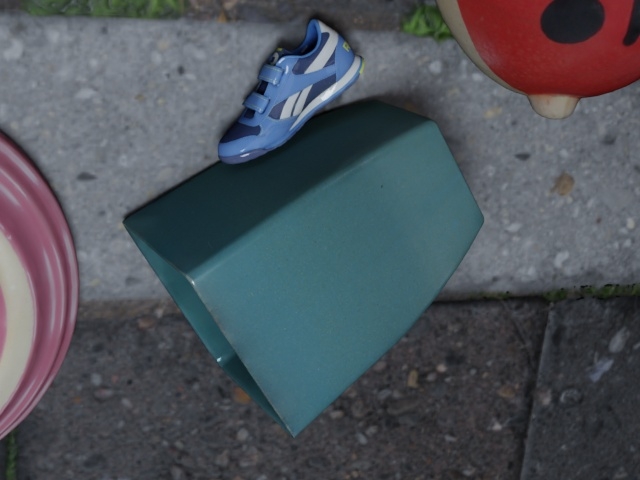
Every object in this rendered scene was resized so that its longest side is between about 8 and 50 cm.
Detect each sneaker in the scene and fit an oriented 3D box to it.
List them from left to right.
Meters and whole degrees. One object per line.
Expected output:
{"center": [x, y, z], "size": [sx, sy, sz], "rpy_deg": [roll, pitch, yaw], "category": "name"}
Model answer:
{"center": [-0.033, -0.119, 0.991], "size": [0.144, 0.053, 0.059], "rpy_deg": [-43, 119, -10], "category": "sneaker"}

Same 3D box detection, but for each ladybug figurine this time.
{"center": [0.232, -0.309, 0.954], "size": [0.305, 0.162, 0.449], "rpy_deg": [-3, 110, -20], "category": "ladybug figurine"}

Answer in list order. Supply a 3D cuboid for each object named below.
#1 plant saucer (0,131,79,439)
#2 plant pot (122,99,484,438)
{"center": [-0.344, 0.052, 0.922], "size": [0.332, 0.084, 0.332], "rpy_deg": [-7, 112, -18], "category": "plant saucer"}
{"center": [0.000, 0.000, 0.988], "size": [0.234, 0.166, 0.165], "rpy_deg": [-37, 118, -11], "category": "plant pot"}
